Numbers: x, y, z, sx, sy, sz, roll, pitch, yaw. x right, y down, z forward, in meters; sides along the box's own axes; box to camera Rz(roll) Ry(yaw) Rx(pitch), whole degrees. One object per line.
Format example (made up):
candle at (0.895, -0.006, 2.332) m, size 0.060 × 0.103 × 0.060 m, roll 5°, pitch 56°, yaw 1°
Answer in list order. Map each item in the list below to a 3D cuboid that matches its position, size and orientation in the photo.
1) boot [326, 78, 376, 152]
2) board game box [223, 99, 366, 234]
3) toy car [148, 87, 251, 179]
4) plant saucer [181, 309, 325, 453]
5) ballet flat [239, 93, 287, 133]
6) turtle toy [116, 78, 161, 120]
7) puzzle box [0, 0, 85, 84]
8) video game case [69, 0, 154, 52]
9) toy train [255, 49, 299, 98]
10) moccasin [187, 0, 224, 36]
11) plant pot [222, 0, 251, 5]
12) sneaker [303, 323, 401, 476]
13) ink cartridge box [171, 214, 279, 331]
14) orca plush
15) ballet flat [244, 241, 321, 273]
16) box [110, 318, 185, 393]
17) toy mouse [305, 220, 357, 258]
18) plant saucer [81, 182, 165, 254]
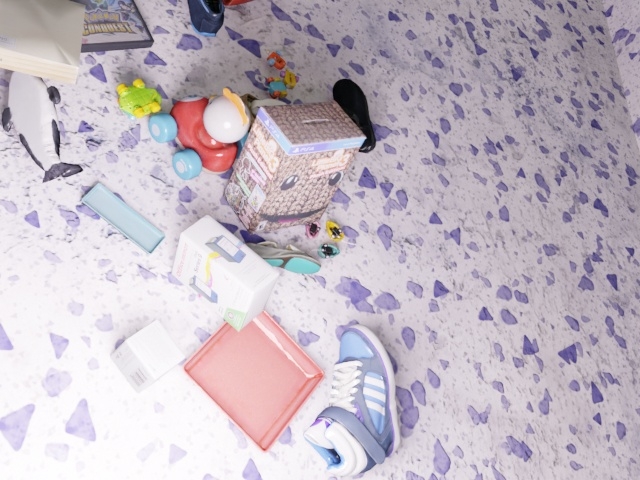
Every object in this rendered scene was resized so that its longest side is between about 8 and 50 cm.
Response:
boot at (0.067, -0.372, 2.095) m, size 0.207 × 0.094 × 0.246 m, roll 10°, pitch 60°, yaw -66°
board game box at (-0.067, -0.177, 1.785) m, size 0.232 × 0.291 × 0.141 m, roll -14°, pitch 55°, yaw -39°
toy car at (-0.251, -0.296, 1.777) m, size 0.219 × 0.238 × 0.210 m, roll -29°, pitch 82°, yaw -43°
plant saucer at (-0.148, 0.296, 1.629) m, size 0.258 × 0.048 × 0.259 m, roll 47°, pitch 48°, yaw -4°
ballet flat at (-0.085, -0.311, 1.981) m, size 0.342 × 0.124 × 0.116 m, roll 20°, pitch 54°, yaw -25°
turtle toy at (-0.436, -0.336, 1.785) m, size 0.130 × 0.066 × 0.095 m, roll -31°, pitch 84°, yaw -43°
puzzle box at (-0.729, -0.482, 1.599) m, size 0.409 × 0.052 × 0.272 m, roll 11°, pitch 43°, yaw -22°
video game case at (-0.588, -0.584, 1.845) m, size 0.275 × 0.035 × 0.248 m, roll -18°, pitch 75°, yaw -41°
toy train at (-0.131, -0.465, 2.096) m, size 0.125 × 0.046 × 0.166 m, roll 36°, pitch 46°, yaw -11°
moccasin at (-0.315, -0.738, 2.045) m, size 0.138 × 0.117 × 0.342 m, roll -12°, pitch 78°, yaw -31°
plant pot at (-0.184, -0.872, 2.168) m, size 0.236 × 0.267 × 0.267 m, roll -17°, pitch 74°, yaw -51°
sneaker at (0.054, 0.362, 1.655) m, size 0.236 × 0.130 × 0.323 m, roll -7°, pitch 82°, yaw -45°
ink cartridge box at (-0.213, 0.071, 1.609) m, size 0.212 × 0.154 × 0.093 m, roll 40°, pitch 48°, yaw 13°
orca plush at (-0.585, -0.246, 1.602) m, size 0.287 × 0.151 × 0.102 m, roll 50°, pitch 8°, yaw 21°
ballet flat at (-0.092, 0.036, 1.808) m, size 0.213 × 0.072 × 0.068 m, roll 7°, pitch 56°, yaw -32°
box at (-0.349, 0.234, 1.486) m, size 0.087 × 0.101 × 0.102 m, roll -34°, pitch 86°, yaw -43°
toy mouse at (0.000, 0.000, 1.920) m, size 0.161 × 0.031 × 0.143 m, roll 46°, pitch 47°, yaw -4°
plant saucer at (-0.439, -0.046, 1.645) m, size 0.192 × 0.018 × 0.067 m, roll 39°, pitch 48°, yaw -9°
